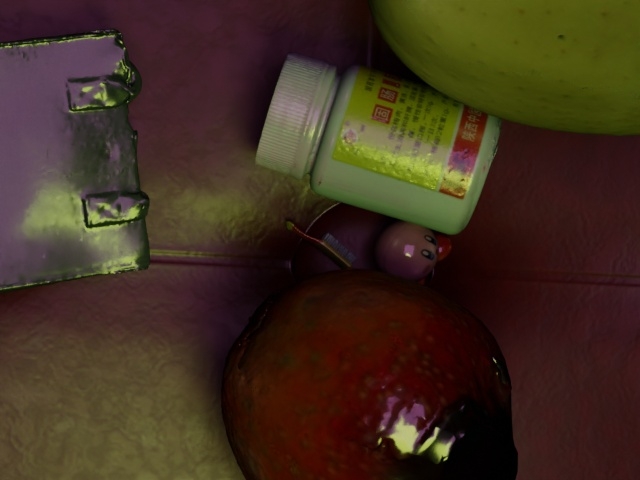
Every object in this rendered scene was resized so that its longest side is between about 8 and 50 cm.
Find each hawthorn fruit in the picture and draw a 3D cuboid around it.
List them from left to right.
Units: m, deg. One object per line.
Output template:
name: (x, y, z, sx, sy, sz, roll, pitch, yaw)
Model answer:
hawthorn fruit: (0.054, 0.169, 1.676, 0.316, 0.316, 0.316, 0, 91, -12)

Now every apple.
apple: (0.260, -0.315, 1.636, 0.474, 0.473, 0.473, 0, 91, -12)

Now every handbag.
handbag: (-0.299, -0.076, 1.713, 0.260, 0.079, 0.247, -7, 94, -14)

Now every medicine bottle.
medicine bottle: (0.058, -0.100, 1.742, 0.225, 0.139, 0.139, 17, 87, 0)

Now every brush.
brush: (0.000, 0.000, 1.804, 0.083, 0.019, 0.021, 35, 74, -10)

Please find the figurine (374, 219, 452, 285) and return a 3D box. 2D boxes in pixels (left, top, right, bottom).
figurine: (0.089, 0.014, 1.798, 0.067, 0.071, 0.083, 16, 76, 30)
